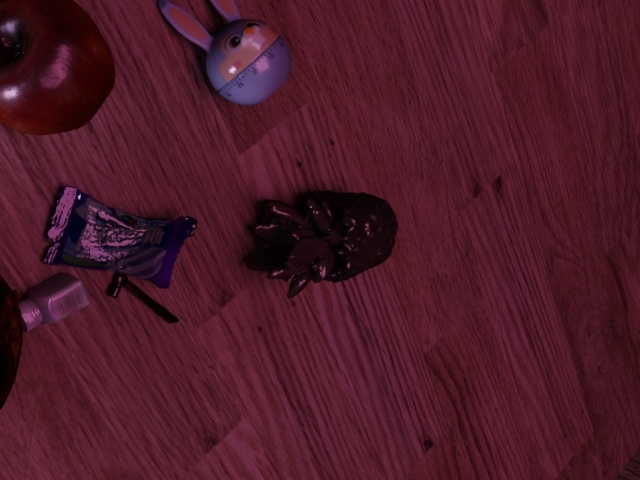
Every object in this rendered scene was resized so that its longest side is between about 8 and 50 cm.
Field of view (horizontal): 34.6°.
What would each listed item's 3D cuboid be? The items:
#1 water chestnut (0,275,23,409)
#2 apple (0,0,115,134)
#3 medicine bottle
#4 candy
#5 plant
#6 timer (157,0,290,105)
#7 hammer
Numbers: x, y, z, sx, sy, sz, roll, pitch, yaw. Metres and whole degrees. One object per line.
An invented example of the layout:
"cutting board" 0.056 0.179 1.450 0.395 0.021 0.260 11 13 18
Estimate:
"water chestnut" -0.588 0.162 1.510 0.350 0.302 0.351 -13 112 -36
"apple" -0.435 -0.272 1.610 0.234 0.234 0.234 -13 109 -40
"medicine bottle" -0.467 0.107 1.764 0.118 0.074 0.055 -31 121 -34
"candy" -0.356 -0.001 1.841 0.275 0.070 0.145 15 94 -36
"plant" 0.000 0.000 2.101 0.320 0.181 0.194 -7 111 -40
"timer" -0.154 -0.366 1.877 0.175 0.175 0.255 -47 127 -24
"hammer" -0.329 0.115 1.934 0.178 0.021 0.065 46 64 -42
